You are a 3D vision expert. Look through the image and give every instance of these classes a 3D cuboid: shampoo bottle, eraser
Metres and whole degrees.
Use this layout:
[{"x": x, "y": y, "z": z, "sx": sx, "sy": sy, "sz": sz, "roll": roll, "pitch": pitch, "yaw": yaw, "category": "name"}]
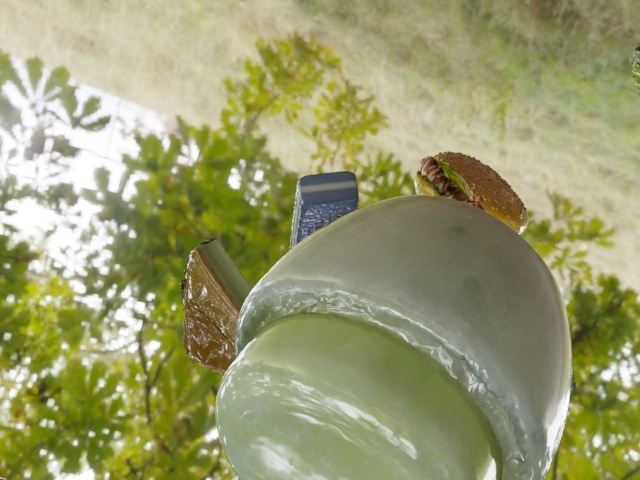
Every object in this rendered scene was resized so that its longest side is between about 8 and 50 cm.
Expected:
[{"x": 0.080, "y": 0.126, "z": 0.872, "sx": 0.322, "sy": 0.323, "sz": 0.317, "roll": 26, "pitch": -132, "yaw": 20, "category": "shampoo bottle"}, {"x": 0.000, "y": 0.000, "z": 1.244, "sx": 0.081, "sy": 0.225, "sz": 0.036, "roll": -5, "pitch": -132, "yaw": -14, "category": "eraser"}]

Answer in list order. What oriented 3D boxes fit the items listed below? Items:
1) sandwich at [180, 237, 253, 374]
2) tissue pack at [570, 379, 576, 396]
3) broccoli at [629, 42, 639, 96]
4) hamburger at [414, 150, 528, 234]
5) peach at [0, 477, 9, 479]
[{"x": -0.145, "y": 0.154, "z": 1.387, "sx": 0.063, "sy": 0.245, "sz": 0.212, "roll": -18, "pitch": -131, "yaw": -27, "category": "sandwich"}, {"x": 0.274, "y": 0.190, "z": 1.224, "sx": 0.111, "sy": 0.085, "sz": 0.079, "roll": 43, "pitch": 162, "yaw": -25, "category": "tissue pack"}, {"x": 0.303, "y": -0.169, "z": 0.689, "sx": 0.160, "sy": 0.154, "sz": 0.167, "roll": 56, "pitch": -141, "yaw": -16, "category": "broccoli"}, {"x": 0.254, "y": -0.070, "z": 1.519, "sx": 0.172, "sy": 0.116, "sz": 0.210, "roll": -2, "pitch": -145, "yaw": -28, "category": "hamburger"}, {"x": -0.435, "y": 0.388, "z": 1.166, "sx": 0.152, "sy": 0.152, "sz": 0.152, "roll": 17, "pitch": -162, "yaw": -6, "category": "peach"}]
